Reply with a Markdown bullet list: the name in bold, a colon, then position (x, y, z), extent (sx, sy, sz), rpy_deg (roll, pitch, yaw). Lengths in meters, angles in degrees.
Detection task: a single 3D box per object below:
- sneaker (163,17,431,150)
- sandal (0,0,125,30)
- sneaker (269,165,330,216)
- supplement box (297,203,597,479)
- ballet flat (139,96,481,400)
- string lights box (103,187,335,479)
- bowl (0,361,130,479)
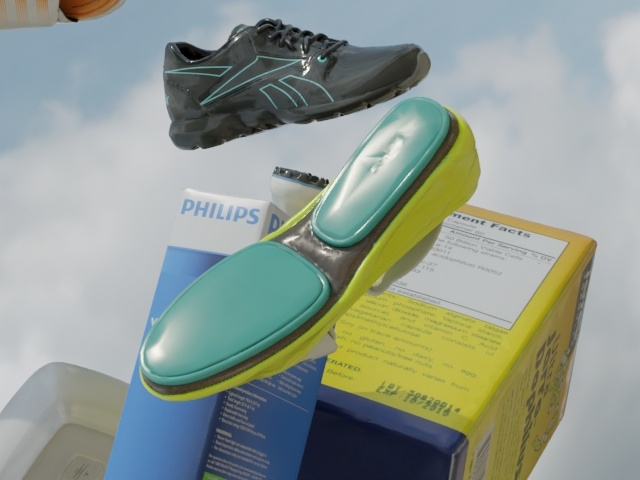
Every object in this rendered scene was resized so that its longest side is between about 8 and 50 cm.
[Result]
- **sneaker**: position (-0.031, -0.156, 1.841), extent (0.101, 0.267, 0.106), rpy_deg (-29, -73, -68)
- **sandal**: position (-0.301, -0.235, 1.806), extent (0.076, 0.265, 0.102), rpy_deg (-67, -22, -52)
- **sneaker**: position (0.000, 0.000, 1.804), extent (0.086, 0.085, 0.237), rpy_deg (-66, -19, -15)
- **supplement box**: position (0.072, 0.128, 1.631), extent (0.356, 0.194, 0.195), rpy_deg (-47, -31, -53)
- **ballet flat**: position (0.003, 0.019, 1.097), extent (0.231, 0.077, 0.077), rpy_deg (-44, -40, -10)
- **string lights box**: position (-0.065, 0.109, 1.367), extent (0.133, 0.077, 0.259), rpy_deg (33, -112, -58)
- **bowl**: position (-0.211, 0.184, 1.726), extent (0.142, 0.053, 0.142), rpy_deg (25, -69, -34)
